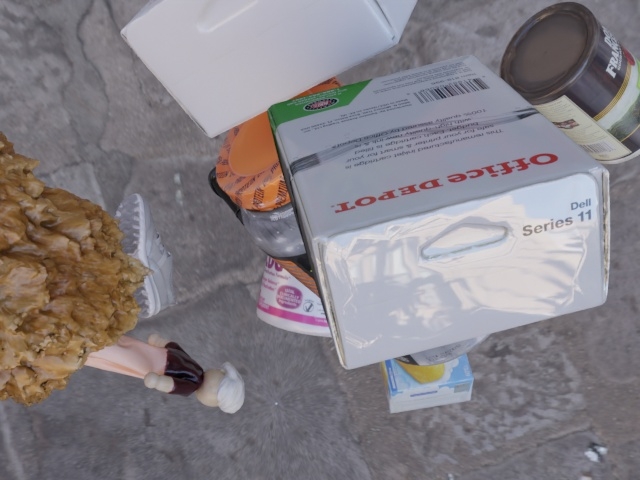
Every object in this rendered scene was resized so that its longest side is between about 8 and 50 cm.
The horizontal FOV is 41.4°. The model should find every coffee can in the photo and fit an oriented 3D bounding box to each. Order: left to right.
[{"bbox_3d":[0.502,-0.291,1.603,0.275,0.202,0.201,27,76,-36],"label":"coffee can"}]

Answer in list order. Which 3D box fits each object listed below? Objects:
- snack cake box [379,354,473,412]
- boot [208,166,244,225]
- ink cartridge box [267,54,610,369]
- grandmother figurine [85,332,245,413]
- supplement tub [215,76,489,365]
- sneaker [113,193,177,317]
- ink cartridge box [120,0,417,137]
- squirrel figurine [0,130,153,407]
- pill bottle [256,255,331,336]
[{"bbox_3d":[0.177,0.177,1.581,0.152,0.089,0.264,-10,52,-3],"label":"snack cake box"},{"bbox_3d":[-0.105,-0.045,1.209,0.045,0.121,0.099,-38,49,-6],"label":"boot"},{"bbox_3d":[0.059,-0.029,0.510,0.153,0.208,0.086,-14,118,-2],"label":"ink cartridge box"},{"bbox_3d":[-0.296,0.232,1.562,0.342,0.208,0.104,25,112,-17],"label":"grandmother figurine"},{"bbox_3d":[0.052,-0.020,0.882,0.316,0.194,0.193,42,77,-36],"label":"supplement tub"},{"bbox_3d":[-0.397,0.032,1.939,0.105,0.115,0.281,-7,92,37],"label":"sneaker"},{"bbox_3d":[-0.012,-0.259,0.778,0.131,0.226,0.306,49,41,-25],"label":"ink cartridge box"},{"bbox_3d":[-0.327,0.089,0.641,0.397,0.281,0.370,-38,71,-9],"label":"squirrel figurine"},{"bbox_3d":[0.000,0.000,1.352,0.160,0.160,0.283,11,94,-1],"label":"pill bottle"}]
